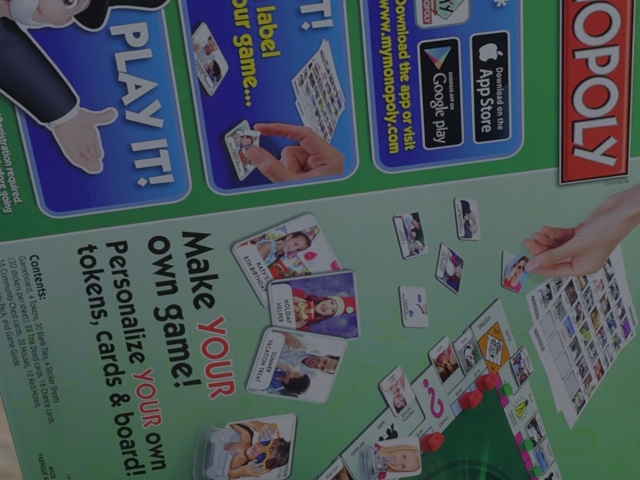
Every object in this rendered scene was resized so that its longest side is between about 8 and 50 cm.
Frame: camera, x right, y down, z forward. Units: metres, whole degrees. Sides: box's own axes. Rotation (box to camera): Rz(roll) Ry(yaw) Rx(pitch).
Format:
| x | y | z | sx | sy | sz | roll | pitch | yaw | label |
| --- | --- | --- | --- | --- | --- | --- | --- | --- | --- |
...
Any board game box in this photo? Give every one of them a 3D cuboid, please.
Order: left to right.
| x | y | z | sx | sy | sz | roll | pitch | yaw | label |
| --- | --- | --- | --- | --- | --- | --- | --- | --- | --- |
| 0.000 | 0.000 | 0.477 | 0.213 | 0.317 | 0.046 | -8 | 35 | -3 | board game box |
